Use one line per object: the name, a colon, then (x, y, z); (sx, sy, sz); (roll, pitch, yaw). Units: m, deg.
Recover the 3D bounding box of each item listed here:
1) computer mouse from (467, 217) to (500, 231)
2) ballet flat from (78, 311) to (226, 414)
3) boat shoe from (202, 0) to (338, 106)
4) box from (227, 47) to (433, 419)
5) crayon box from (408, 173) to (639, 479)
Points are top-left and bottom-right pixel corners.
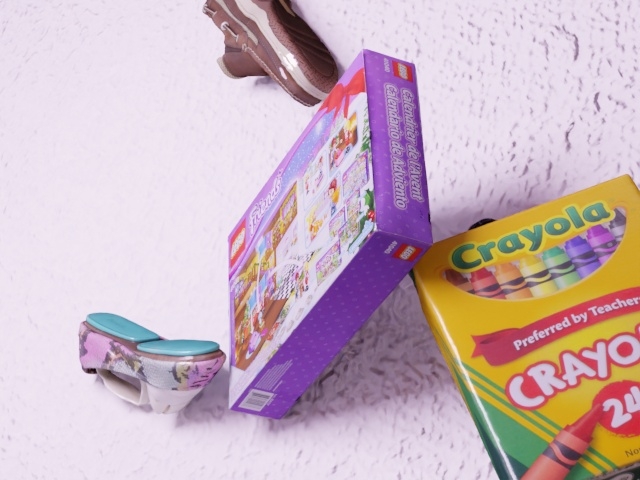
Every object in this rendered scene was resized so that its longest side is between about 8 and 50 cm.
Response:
computer mouse: (0.163, 0.073, 1.392); (0.071, 0.041, 0.242); (-12, 44, 9)
ballet flat: (-0.163, 0.123, 1.560); (0.221, 0.077, 0.079); (10, 101, 49)
boat shoe: (-0.060, -0.203, 1.719); (0.095, 0.095, 0.257); (-48, 37, 16)
box: (0.000, 0.000, 1.435); (0.293, 0.057, 0.201); (-51, 32, 45)
crayon box: (0.199, 0.073, 1.291); (0.202, 0.081, 0.318); (-21, 47, -3)
